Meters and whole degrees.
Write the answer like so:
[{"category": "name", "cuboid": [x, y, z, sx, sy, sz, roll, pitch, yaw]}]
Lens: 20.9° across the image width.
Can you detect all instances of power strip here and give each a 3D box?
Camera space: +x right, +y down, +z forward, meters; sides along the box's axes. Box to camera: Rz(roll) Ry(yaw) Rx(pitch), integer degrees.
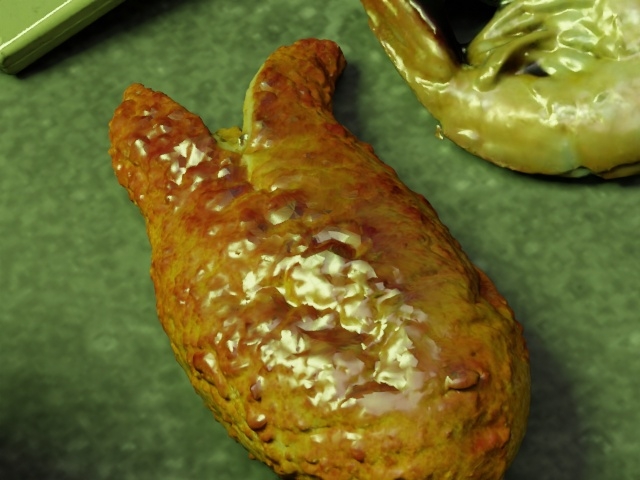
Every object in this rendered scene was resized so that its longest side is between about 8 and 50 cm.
[{"category": "power strip", "cuboid": [-0.118, -0.146, 0.862, 0.169, 0.028, 0.076, -33, 66, 1]}]

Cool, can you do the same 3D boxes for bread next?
[{"category": "bread", "cuboid": [-0.006, 0.005, 0.760, 0.139, 0.095, 0.269, -17, 58, -17]}]

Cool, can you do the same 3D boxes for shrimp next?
[{"category": "shrimp", "cuboid": [0.069, -0.118, 0.849, 0.287, 0.063, 0.152, 21, 75, 10]}]
